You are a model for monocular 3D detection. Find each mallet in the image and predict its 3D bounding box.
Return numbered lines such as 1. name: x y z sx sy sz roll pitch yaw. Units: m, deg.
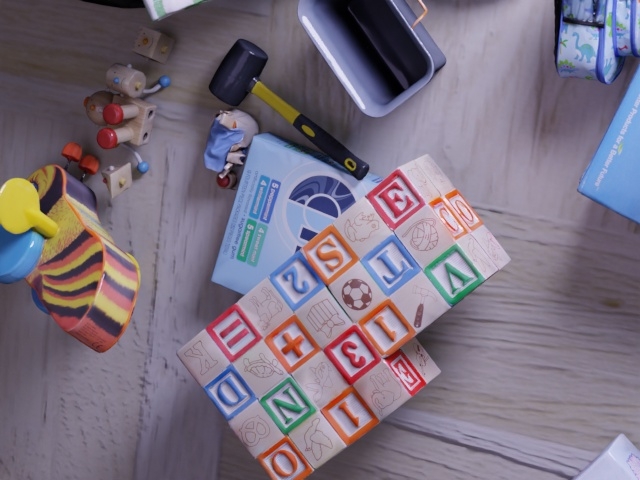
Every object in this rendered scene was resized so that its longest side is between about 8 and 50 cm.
1. mallet: -0.023 -0.128 1.705 0.189 0.039 0.062 32 106 23

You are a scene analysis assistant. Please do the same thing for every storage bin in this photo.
1. storage bin: 0.060 -0.193 1.643 0.098 0.091 0.135 -37 85 23

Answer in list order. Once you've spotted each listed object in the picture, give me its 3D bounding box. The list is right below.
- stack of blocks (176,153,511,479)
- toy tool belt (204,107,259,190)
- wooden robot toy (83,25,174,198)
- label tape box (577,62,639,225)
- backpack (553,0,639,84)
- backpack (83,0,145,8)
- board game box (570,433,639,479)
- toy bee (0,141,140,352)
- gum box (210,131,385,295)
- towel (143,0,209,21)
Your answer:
1. stack of blocks: 0.032 0.079 1.660 0.297 0.087 0.171 -40 85 23
2. toy tool belt: -0.094 -0.087 1.746 0.052 0.051 0.083 19 106 18
3. wooden robot toy: -0.209 -0.135 1.778 0.079 0.076 0.173 24 107 28
4. label tape box: 0.423 -0.076 1.507 0.333 0.106 0.241 29 110 14
5. backpack: 0.249 -0.196 1.558 0.084 0.105 0.114 12 109 21
6. backpack: -0.272 -0.425 1.668 0.290 0.273 0.356 16 91 13
7. board game box: 0.277 0.403 1.673 0.318 0.066 0.319 46 112 9
8. toy bee: -0.268 -0.018 1.773 0.298 0.195 0.162 32 85 25
9. gum box: 0.000 0.000 1.728 0.184 0.041 0.157 23 107 16
10. towel: -0.042 -0.359 1.583 0.324 0.038 0.248 -22 104 -5
